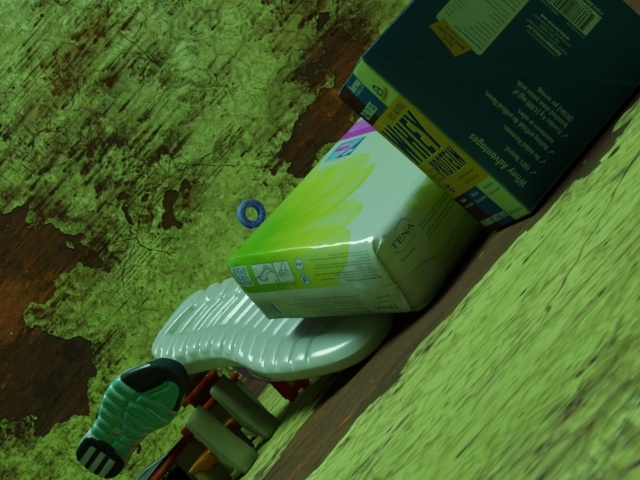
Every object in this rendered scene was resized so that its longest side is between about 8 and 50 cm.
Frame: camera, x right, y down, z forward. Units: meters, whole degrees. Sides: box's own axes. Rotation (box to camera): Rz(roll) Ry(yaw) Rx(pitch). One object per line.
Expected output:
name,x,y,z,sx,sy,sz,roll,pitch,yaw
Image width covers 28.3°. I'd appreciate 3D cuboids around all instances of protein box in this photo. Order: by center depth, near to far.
protein box,0.161,-0.153,1.149,0.201,0.200,0.136,-49,1,-10

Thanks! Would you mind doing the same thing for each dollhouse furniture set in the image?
dollhouse furniture set,-0.176,0.260,1.586,0.262,0.135,0.259,-48,1,29

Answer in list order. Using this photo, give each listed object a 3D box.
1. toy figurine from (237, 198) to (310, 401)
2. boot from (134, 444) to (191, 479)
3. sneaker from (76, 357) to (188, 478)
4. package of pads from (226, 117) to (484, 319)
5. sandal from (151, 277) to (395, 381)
toy figurine,0.000,0.000,1.635,0.362,0.217,0.191,-49,2,-23
boot,-0.220,0.359,1.874,0.190,0.076,0.208,-50,8,-1
sneaker,-0.220,0.193,1.538,0.224,0.083,0.098,-46,8,36
package of pads,0.075,-0.040,1.327,0.229,0.101,0.296,-7,34,46
sandal,-0.040,0.106,1.459,0.416,0.102,0.169,-3,46,53
